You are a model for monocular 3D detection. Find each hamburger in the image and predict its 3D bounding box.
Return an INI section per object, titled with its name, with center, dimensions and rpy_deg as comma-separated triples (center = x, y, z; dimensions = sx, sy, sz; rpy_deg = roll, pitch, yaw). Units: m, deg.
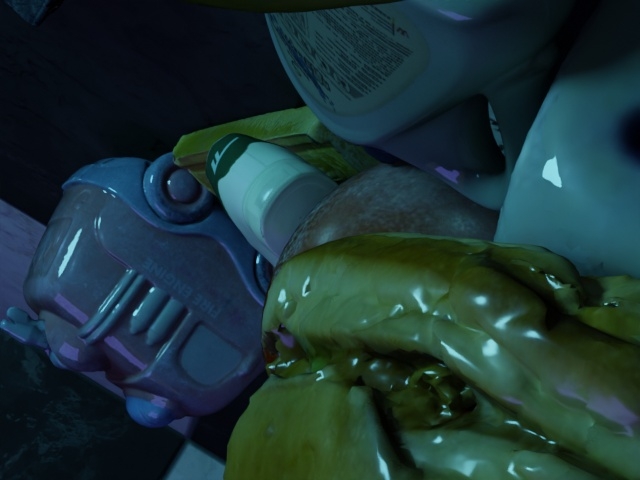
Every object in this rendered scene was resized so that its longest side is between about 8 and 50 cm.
[hamburger]
center = 0.112, 0.118, 0.544
dimensions = 0.284, 0.174, 0.304
rpy_deg = 27, 170, -24

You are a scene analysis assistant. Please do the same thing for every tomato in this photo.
[tomato]
center = 0.093, 0.053, 0.876
dimensions = 0.270, 0.227, 0.270
rpy_deg = 4, 155, 2

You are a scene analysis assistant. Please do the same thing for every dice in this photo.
[dice]
center = 0.203, -0.013, 0.617
dimensions = 0.192, 0.194, 0.193
rpy_deg = 23, 160, 20

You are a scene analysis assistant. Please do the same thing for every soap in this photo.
[soap]
center = -0.037, -0.065, 1.083
dimensions = 0.092, 0.037, 0.252
rpy_deg = 42, 158, -25

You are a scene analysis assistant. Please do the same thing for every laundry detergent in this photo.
[laundry detergent]
center = 0.047, -0.110, 0.691
dimensions = 0.215, 0.105, 0.280
rpy_deg = 46, 165, 23

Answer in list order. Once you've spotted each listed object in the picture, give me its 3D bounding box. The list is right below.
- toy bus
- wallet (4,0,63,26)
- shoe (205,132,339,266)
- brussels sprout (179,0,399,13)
[toy bus]
center = -0.162, 0.061, 1.282
dimensions = 0.294, 0.232, 0.197
rpy_deg = 39, 159, -20
[wallet]
center = -0.330, -0.307, 0.916
dimensions = 0.379, 0.046, 0.190
rpy_deg = 37, 159, -12
[shoe]
center = 0.000, 0.000, 1.020
dimensions = 0.110, 0.095, 0.265
rpy_deg = 38, 172, 37
[brussels sprout]
center = 0.008, -0.205, 0.311
dimensions = 0.354, 0.289, 0.281
rpy_deg = 13, 151, -3
